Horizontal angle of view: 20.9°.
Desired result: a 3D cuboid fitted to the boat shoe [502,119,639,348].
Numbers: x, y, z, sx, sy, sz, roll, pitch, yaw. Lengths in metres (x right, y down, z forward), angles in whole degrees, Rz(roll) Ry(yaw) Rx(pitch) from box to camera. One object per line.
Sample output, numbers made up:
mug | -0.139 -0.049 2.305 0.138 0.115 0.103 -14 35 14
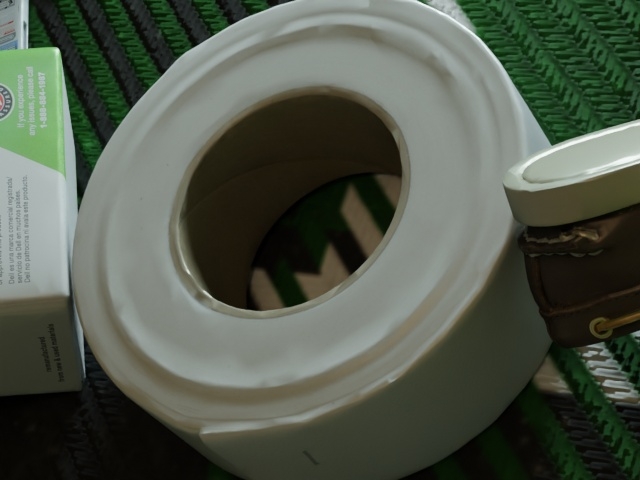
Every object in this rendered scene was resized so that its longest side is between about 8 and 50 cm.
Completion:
boat shoe | 0.259 -0.029 0.877 0.324 0.097 0.116 -15 14 -1

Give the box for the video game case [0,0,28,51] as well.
video game case | -0.252 -0.122 1.262 0.087 0.011 0.122 -17 56 18

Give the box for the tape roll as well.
tape roll | 0.000 0.000 1.003 0.286 0.100 0.286 -12 58 20

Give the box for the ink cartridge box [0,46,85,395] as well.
ink cartridge box | -0.291 -0.005 1.084 0.272 0.115 0.198 -4 57 -5
